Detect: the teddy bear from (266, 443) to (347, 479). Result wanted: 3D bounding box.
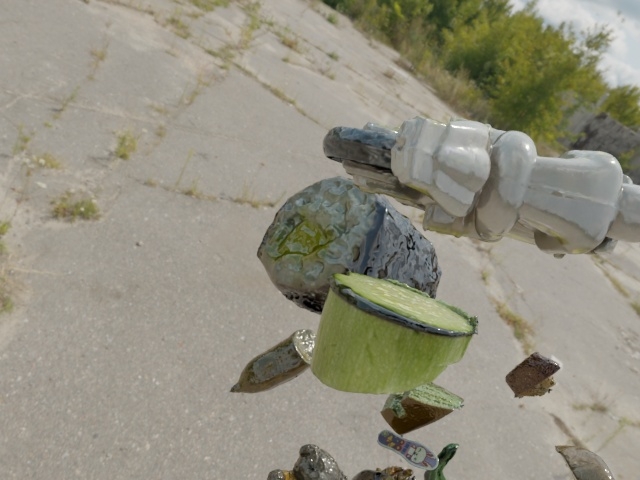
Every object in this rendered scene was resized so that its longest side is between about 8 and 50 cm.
[{"bbox_3d":[-0.037,0.534,1.038,0.177,0.190,0.140,46,-15,-2],"label":"teddy bear"}]

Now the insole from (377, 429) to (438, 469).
[{"bbox_3d":[0.241,0.581,1.372,0.197,0.004,0.065,13,49,43],"label":"insole"}]

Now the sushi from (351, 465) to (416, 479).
[{"bbox_3d":[0.191,0.743,1.412,0.200,0.204,0.213,-18,81,-21],"label":"sushi"}]

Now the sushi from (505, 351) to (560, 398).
[{"bbox_3d":[0.327,0.214,0.758,0.062,0.118,0.060,-32,65,-15],"label":"sushi"}]

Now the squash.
[{"bbox_3d":[0.104,0.129,0.678,0.220,0.133,0.220,9,8,-1],"label":"squash"}]

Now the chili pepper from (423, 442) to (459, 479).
[{"bbox_3d":[0.406,0.785,1.645,0.122,0.278,0.065,-5,29,8],"label":"chili pepper"}]

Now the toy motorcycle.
[{"bbox_3d":[0.174,-0.043,0.448,0.341,0.107,0.223,11,7,-32],"label":"toy motorcycle"}]

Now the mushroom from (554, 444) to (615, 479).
[{"bbox_3d":[0.675,0.583,1.239,0.209,0.094,0.072,-84,153,-67],"label":"mushroom"}]

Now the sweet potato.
[{"bbox_3d":[-0.166,0.467,1.833,0.157,0.370,0.158,60,-4,8],"label":"sweet potato"}]

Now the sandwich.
[{"bbox_3d":[0.304,0.494,1.488,0.128,0.236,0.122,51,38,4],"label":"sandwich"}]

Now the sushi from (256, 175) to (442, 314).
[{"bbox_3d":[0.072,0.047,1.014,0.294,0.281,0.299,39,0,-42],"label":"sushi"}]
